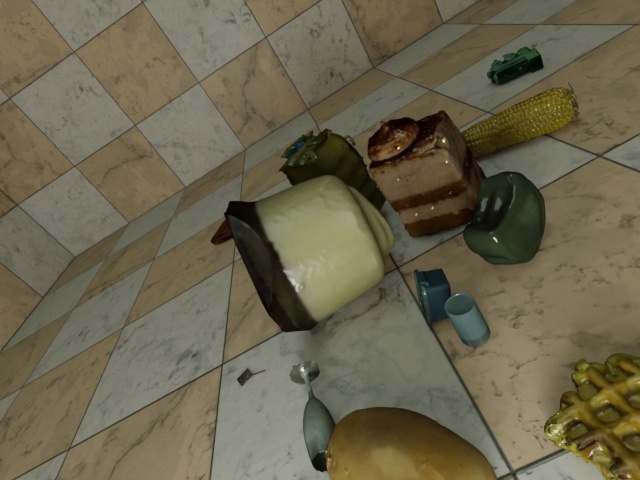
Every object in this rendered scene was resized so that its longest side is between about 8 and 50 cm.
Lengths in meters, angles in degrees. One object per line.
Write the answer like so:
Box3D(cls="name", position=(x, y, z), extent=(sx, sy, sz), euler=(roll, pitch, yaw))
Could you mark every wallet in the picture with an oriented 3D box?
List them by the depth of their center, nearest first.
Box3D(cls="wallet", position=(-0.355, -0.061, 1.690), extent=(0.196, 0.042, 0.161), euler=(-23, 25, 25))

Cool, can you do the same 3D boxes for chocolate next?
Box3D(cls="chocolate", position=(0.000, 0.000, 0.907), extent=(0.297, 0.326, 0.314), euler=(-32, 72, 9))

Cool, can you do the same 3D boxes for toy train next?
Box3D(cls="toy train", position=(0.671, -0.603, 1.412), extent=(0.171, 0.071, 0.111), euler=(-22, 37, 23))

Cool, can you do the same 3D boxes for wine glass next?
Box3D(cls="wine glass", position=(-0.011, 0.305, 0.721), extent=(0.066, 0.066, 0.198), euler=(-32, 29, 4))

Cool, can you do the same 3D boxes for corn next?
Box3D(cls="corn", position=(0.506, -0.304, 1.077), extent=(0.305, 0.106, 0.106), euler=(-18, 32, 29))

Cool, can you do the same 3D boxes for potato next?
Box3D(cls="potato", position=(0.107, 0.304, 0.528), extent=(0.234, 0.146, 0.150), euler=(2, 75, 47))

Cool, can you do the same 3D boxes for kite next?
Box3D(cls="kite", position=(-0.161, 0.307, 0.939), extent=(0.078, 0.002, 0.044), euler=(-34, 28, 3))

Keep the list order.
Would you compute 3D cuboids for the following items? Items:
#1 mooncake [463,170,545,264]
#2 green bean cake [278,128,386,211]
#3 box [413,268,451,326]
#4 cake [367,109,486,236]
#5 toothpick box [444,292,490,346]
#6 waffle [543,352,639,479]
Box3D(cls="mooncake", position=(0.344, -0.040, 0.773), extent=(0.175, 0.168, 0.104), euler=(-33, 22, -31))
Box3D(cls="green bean cake", position=(0.017, -0.171, 1.172), extent=(0.285, 0.310, 0.202), euler=(5, 49, 47))
Box3D(cls="box", position=(0.214, 0.102, 0.765), extent=(0.054, 0.099, 0.074), euler=(-15, 31, 4))
Box3D(cls="cake", position=(0.248, -0.179, 0.960), extent=(0.199, 0.293, 0.196), euler=(-17, 33, 38))
Box3D(cls="toothpick box", position=(0.248, 0.134, 0.685), extent=(0.052, 0.083, 0.052), euler=(-25, 29, 15))
Box3D(cls="waffle", position=(0.387, 0.227, 0.426), extent=(0.291, 0.051, 0.291), euler=(-25, 27, 14))
